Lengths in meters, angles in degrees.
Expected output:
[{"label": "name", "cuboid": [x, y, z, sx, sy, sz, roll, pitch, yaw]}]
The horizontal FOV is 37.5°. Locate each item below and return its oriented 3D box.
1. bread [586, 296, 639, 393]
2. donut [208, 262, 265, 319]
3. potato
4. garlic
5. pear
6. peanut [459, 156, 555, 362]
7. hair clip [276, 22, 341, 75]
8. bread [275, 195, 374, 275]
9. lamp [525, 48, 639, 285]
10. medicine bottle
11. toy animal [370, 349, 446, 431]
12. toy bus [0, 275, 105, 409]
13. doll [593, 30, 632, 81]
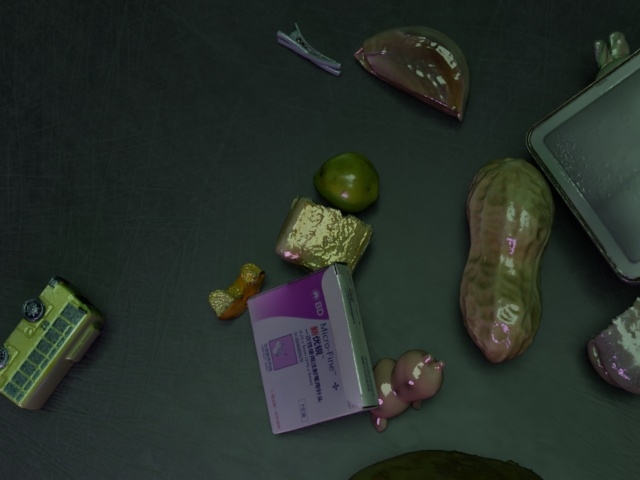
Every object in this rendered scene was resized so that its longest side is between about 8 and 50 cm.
[{"label": "bread", "cuboid": [0.532, 0.104, 1.284, 0.337, 0.102, 0.183, -37, 79, -9]}, {"label": "donut", "cuboid": [-0.120, 0.069, 1.353, 0.038, 0.067, 0.083, 40, 113, 30]}, {"label": "potato", "cuboid": [0.174, 0.369, 1.194, 0.307, 0.173, 0.210, 14, 75, 3]}, {"label": "garlic", "cuboid": [0.152, -0.269, 1.417, 0.195, 0.087, 0.101, 32, 92, 8]}, {"label": "pear", "cuboid": [0.037, -0.085, 1.372, 0.096, 0.092, 0.092, -4, 75, 3]}, {"label": "peanut", "cuboid": [0.258, 0.021, 1.303, 0.120, 0.136, 0.299, 8, 75, -4]}, {"label": "hair clip", "cuboid": [-0.012, -0.297, 1.460, 0.115, 0.030, 0.039, 37, 79, 12]}, {"label": "bread", "cuboid": [0.001, 0.001, 1.356, 0.125, 0.082, 0.106, 27, 88, 0]}, {"label": "lamp", "cuboid": [0.450, -0.113, 1.266, 0.269, 0.047, 0.267, -36, 69, 16]}, {"label": "medicine bottle", "cuboid": [-0.010, 0.148, 1.287, 0.171, 0.052, 0.201, -22, 73, 36]}, {"label": "toy animal", "cuboid": [0.108, 0.192, 1.279, 0.150, 0.089, 0.083, -40, 73, 32]}, {"label": "toy bus", "cuboid": [-0.388, 0.146, 1.336, 0.101, 0.088, 0.175, 35, 82, 10]}, {"label": "doll", "cuboid": [0.475, -0.172, 1.358, 0.154, 0.113, 0.275, -24, 69, -26]}]
